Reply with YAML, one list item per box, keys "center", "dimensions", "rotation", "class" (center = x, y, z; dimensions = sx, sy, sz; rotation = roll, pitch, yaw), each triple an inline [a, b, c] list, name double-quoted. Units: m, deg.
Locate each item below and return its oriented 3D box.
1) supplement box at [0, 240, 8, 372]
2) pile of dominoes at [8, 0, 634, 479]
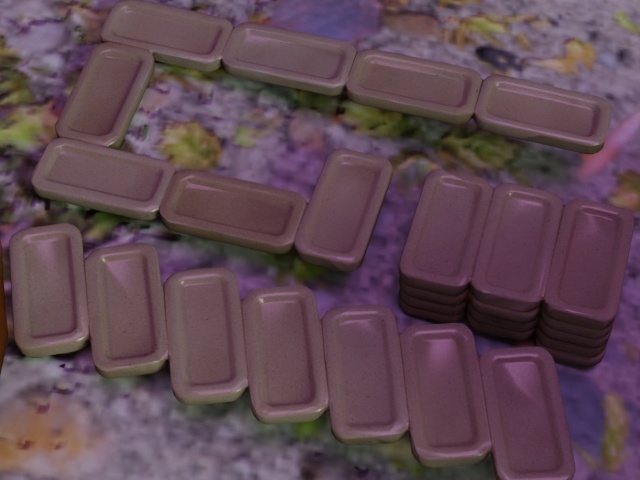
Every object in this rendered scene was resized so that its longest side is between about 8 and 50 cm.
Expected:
- center: [-0.233, 0.028, 0.471]
  dimensions: [0.233, 0.078, 0.080]
  rotation: [7, 55, -6]
  class: "supplement box"
- center: [0.000, 0.000, 0.570]
  dimensions: [0.251, 0.040, 0.196]
  rotation: [13, 55, 9]
  class: "pile of dominoes"
